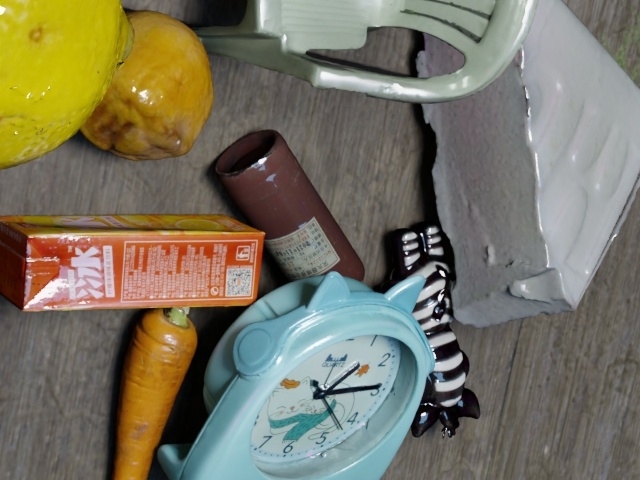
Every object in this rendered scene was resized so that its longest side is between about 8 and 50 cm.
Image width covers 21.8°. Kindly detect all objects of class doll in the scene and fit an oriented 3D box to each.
[{"bbox_3d":[0.105,0.091,1.649,0.091,0.067,0.219,-17,103,-34],"label":"doll"}]

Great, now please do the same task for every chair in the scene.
[{"bbox_3d":[0.031,-0.232,1.420,0.190,0.274,0.203,7,100,-29],"label":"chair"}]

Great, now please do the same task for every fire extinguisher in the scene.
[{"bbox_3d":[0.000,0.000,1.559,0.099,0.071,0.231,-24,117,22],"label":"fire extinguisher"}]

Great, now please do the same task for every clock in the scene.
[{"bbox_3d":[-0.008,0.132,1.522,0.223,0.094,0.274,5,121,-41],"label":"clock"}]

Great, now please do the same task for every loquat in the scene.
[{"bbox_3d":[-0.154,-0.131,1.443,0.137,0.113,0.137,-2,92,-51],"label":"loquat"}]

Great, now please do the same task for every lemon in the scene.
[{"bbox_3d":[-0.285,-0.178,1.272,0.310,0.258,0.258,14,94,-30],"label":"lemon"}]

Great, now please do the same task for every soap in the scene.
[{"bbox_3d":[0.157,-0.097,1.556,0.302,0.159,0.258,42,66,-27],"label":"soap"}]

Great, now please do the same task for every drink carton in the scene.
[{"bbox_3d":[-0.170,0.018,1.469,0.223,0.096,0.071,0,101,-28],"label":"drink carton"}]

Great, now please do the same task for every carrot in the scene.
[{"bbox_3d":[-0.166,0.170,1.537,0.061,0.061,0.257,9,106,-29],"label":"carrot"}]
